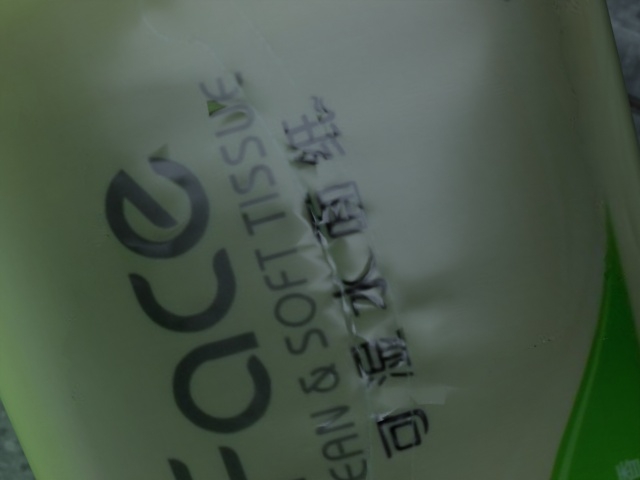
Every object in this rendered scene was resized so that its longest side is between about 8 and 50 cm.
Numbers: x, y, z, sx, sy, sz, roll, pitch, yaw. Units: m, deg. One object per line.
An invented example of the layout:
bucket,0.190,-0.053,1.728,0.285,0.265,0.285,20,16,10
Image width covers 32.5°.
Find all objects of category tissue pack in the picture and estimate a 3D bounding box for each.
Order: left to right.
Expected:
tissue pack,0.000,0.000,0.565,0.331,0.205,0.405,-16,106,7
